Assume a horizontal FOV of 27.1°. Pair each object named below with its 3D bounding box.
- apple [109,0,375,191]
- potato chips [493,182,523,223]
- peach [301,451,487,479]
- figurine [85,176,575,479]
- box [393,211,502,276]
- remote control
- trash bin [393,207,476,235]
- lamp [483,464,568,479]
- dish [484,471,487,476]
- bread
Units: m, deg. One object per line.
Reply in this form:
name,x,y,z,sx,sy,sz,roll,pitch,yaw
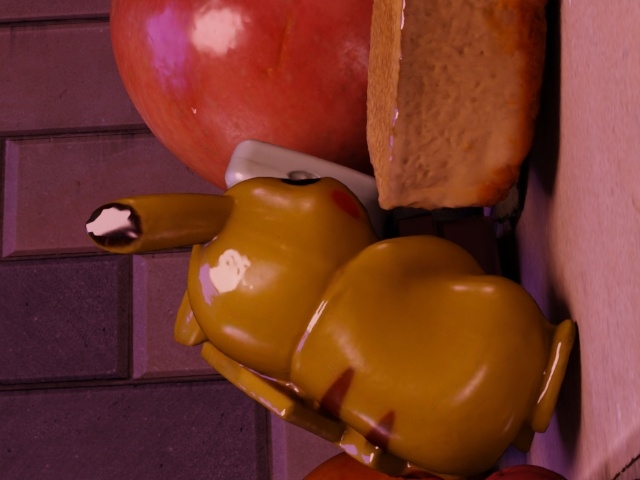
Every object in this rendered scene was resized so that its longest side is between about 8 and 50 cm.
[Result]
apple,-0.010,-0.192,1.252,0.364,0.364,0.364,-3,-90,-89
potato chips,0.153,-0.085,1.115,0.209,0.026,0.142,83,180,-49
peach,0.084,0.326,1.383,0.245,0.248,0.275,-59,-20,-6
figurine,0.015,0.059,0.958,0.169,0.326,0.218,-54,-13,-18
box,0.123,0.091,1.220,0.215,0.086,0.215,81,-179,-82
remote control,0.000,0.000,1.161,0.296,0.140,0.056,79,-148,-71
trash bin,0.101,0.003,1.469,0.175,0.175,0.161,-93,-12,-45
lamp,0.131,0.181,0.788,0.101,0.090,0.101,44,-164,-16
dish,0.132,0.213,1.593,0.316,0.106,0.316,-3,-90,-90
bread,0.095,-0.169,0.939,0.185,0.114,0.275,-94,9,-70
